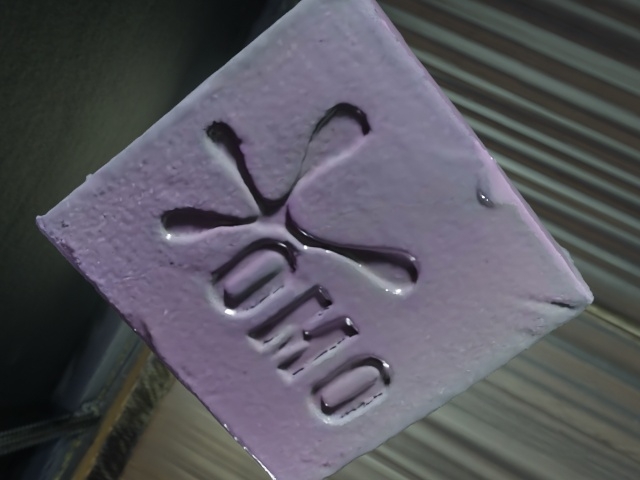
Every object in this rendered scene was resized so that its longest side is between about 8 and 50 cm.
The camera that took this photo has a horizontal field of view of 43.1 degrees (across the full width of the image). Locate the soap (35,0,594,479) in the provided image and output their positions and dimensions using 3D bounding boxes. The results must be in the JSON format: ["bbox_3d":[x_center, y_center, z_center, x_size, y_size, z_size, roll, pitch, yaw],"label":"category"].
[{"bbox_3d":[0.000,0.000,0.601,0.285,0.296,0.107,-38,14,14],"label":"soap"}]
